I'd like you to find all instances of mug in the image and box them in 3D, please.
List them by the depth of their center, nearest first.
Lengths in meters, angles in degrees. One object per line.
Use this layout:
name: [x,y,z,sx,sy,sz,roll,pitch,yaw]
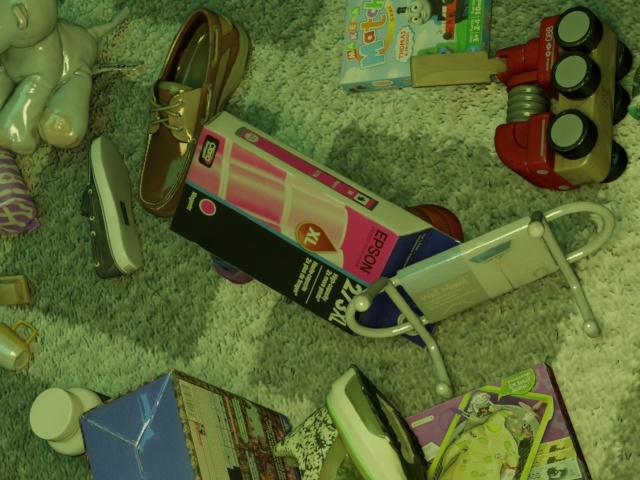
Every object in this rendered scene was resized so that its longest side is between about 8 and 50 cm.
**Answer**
mug: [-0.470,0.159,1.930,0.064,0.062,0.078,29,92,24]

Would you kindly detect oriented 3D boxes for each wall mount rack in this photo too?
wall mount rack: [0.181,0.055,1.481,0.350,0.304,0.130,-25,52,13]

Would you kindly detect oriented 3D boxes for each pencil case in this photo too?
pencil case: [-0.518,-0.105,2.035,0.086,0.088,0.206,-34,59,14]

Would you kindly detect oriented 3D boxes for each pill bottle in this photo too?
pill bottle: [-0.320,0.254,1.751,0.094,0.169,0.094,-10,67,24]

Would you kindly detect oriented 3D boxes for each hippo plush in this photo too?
hippo plush: [-0.440,-0.282,1.931,0.294,0.236,0.234,-19,62,2]

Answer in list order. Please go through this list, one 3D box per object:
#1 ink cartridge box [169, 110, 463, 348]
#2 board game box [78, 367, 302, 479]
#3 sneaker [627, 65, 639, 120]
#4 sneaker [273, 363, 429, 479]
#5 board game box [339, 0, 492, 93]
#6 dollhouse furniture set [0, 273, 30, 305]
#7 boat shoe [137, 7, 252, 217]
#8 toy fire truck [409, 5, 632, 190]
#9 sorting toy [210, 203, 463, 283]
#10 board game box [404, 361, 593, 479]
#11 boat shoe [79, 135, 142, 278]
ink cartridge box: [-0.005,-0.002,1.622,0.370,0.069,0.176,28,125,8]
board game box: [-0.135,0.317,1.561,0.141,0.291,0.232,-27,61,17]
sneaker: [0.463,-0.202,1.587,0.166,0.065,0.076,-8,64,23]
sneaker: [0.056,0.350,1.475,0.182,0.158,0.410,-34,46,13]
board game box: [0.135,-0.295,1.801,0.211,0.039,0.160,-4,70,27]
dollhouse furniture set: [-0.624,-0.056,2.027,0.355,0.174,0.303,-2,105,13]
boat shoe: [-0.209,-0.195,1.893,0.123,0.116,0.324,9,76,29]
toy fire truck: [0.253,-0.179,1.646,0.246,0.158,0.217,-6,69,37]
sorting toy: [0.000,0.000,1.710,0.365,0.126,0.127,-5,70,25]
board game box: [0.154,0.308,1.564,0.346,0.056,0.208,-24,66,17]
boat shoe: [-0.328,-0.047,1.928,0.076,0.080,0.229,-22,71,17]
